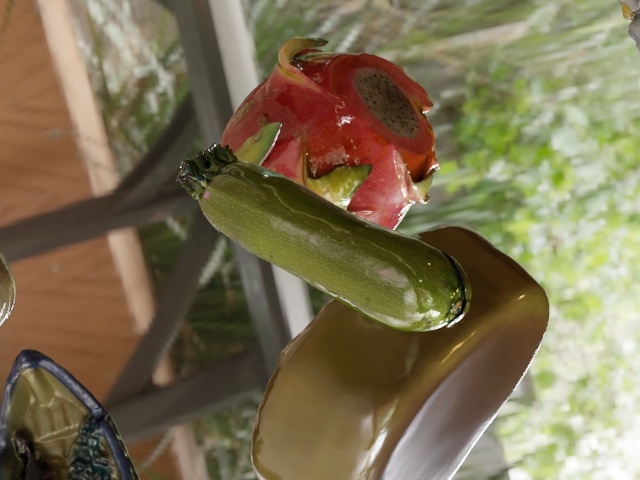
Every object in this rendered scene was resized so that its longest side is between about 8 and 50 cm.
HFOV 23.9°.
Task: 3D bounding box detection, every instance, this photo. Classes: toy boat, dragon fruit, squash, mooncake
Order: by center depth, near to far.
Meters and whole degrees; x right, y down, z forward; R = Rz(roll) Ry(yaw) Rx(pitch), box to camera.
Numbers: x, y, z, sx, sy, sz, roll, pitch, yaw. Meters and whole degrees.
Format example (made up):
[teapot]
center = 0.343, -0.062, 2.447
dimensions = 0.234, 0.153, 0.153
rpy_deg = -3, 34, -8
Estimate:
[squash]
center = 0.000, 0.000, 0.825
dimensions = 0.052, 0.183, 0.052
rpy_deg = -50, 157, -31
[mooncake]
center = 0.044, 0.099, 1.025
dimensions = 0.117, 0.235, 0.235
rpy_deg = 39, -17, 23
[toy boat]
center = -0.196, 0.207, 1.169
dimensions = 0.115, 0.114, 0.262
rpy_deg = 63, 7, -61
[dragon fruit]
center = 0.030, -0.131, 1.963
dimensions = 0.189, 0.290, 0.290
rpy_deg = -52, -144, 38

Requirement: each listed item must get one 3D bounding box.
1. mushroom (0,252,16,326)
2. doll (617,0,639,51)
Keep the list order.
[mushroom]
center = -0.412, 0.102, 1.505
dimensions = 0.243, 0.243, 0.243
rpy_deg = -12, 90, -89
[doll]
center = 0.348, -0.195, 1.416
dimensions = 0.316, 0.103, 0.145
rpy_deg = 48, -11, 24
